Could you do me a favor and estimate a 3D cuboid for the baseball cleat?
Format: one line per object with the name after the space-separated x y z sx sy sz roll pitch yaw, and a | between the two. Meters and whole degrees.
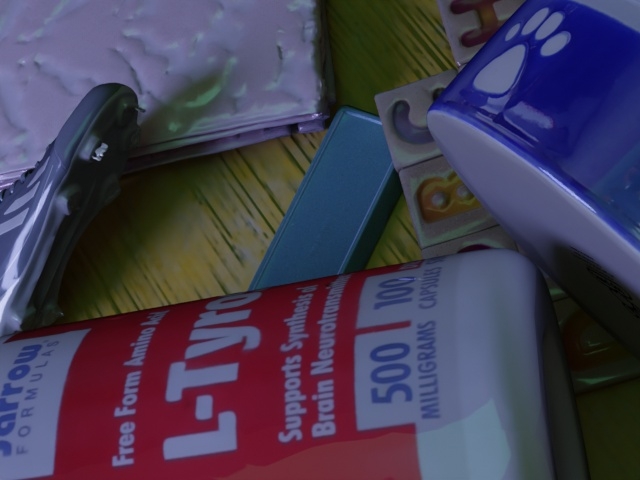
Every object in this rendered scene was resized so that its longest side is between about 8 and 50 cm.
-0.195 -0.023 0.917 0.109 0.072 0.206 31 101 21 | baseball cleat

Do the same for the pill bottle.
-0.068 0.147 0.749 0.407 0.229 0.229 -11 66 13 | pill bottle

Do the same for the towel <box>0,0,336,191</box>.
-0.151 -0.198 1.015 0.317 0.053 0.332 -9 67 13 | towel

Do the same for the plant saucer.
0.000 0.000 0.905 0.067 0.018 0.192 21 77 24 | plant saucer

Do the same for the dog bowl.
0.179 -0.010 0.692 0.104 0.265 0.265 -46 63 -1 | dog bowl

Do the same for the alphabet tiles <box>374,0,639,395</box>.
0.215 -0.069 0.856 0.342 0.011 0.285 -18 67 8 | alphabet tiles
